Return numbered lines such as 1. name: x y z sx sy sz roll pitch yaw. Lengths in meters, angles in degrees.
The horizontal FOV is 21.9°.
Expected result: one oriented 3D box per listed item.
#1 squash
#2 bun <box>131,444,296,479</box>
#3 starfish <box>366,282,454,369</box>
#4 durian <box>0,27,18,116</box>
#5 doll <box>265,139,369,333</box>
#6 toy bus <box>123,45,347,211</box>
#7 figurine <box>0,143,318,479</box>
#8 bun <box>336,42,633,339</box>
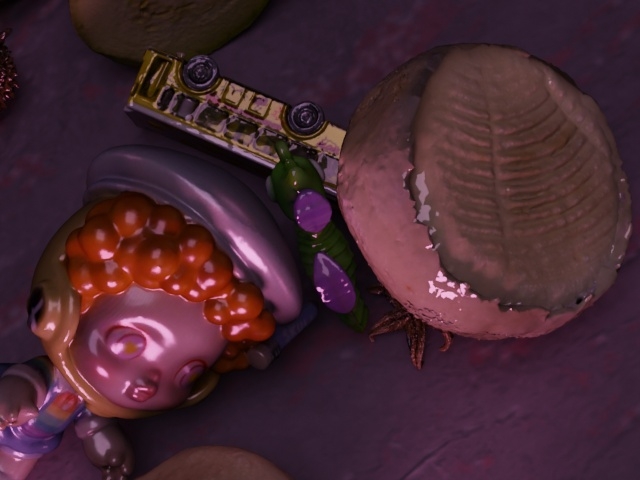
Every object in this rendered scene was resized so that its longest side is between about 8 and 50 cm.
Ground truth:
1. squash: -0.121 -0.255 1.437 0.220 0.220 0.133 -6 70 5
2. bun: -0.082 0.285 1.313 0.259 0.160 0.259 -2 85 19
3. starfish: 0.076 0.061 1.422 0.091 0.028 0.078 35 83 20
4. durian: -0.320 -0.142 1.506 0.140 0.071 0.110 -35 66 13
5. doll: 0.000 0.000 1.376 0.050 0.115 0.190 -22 117 3
6. toy bus: -0.057 -0.098 1.461 0.226 0.081 0.074 24 83 10
7. figurine: -0.203 0.076 1.359 0.382 0.224 0.205 -34 41 2
8. bun: 0.123 -0.032 1.366 0.259 0.152 0.259 10 72 -32
